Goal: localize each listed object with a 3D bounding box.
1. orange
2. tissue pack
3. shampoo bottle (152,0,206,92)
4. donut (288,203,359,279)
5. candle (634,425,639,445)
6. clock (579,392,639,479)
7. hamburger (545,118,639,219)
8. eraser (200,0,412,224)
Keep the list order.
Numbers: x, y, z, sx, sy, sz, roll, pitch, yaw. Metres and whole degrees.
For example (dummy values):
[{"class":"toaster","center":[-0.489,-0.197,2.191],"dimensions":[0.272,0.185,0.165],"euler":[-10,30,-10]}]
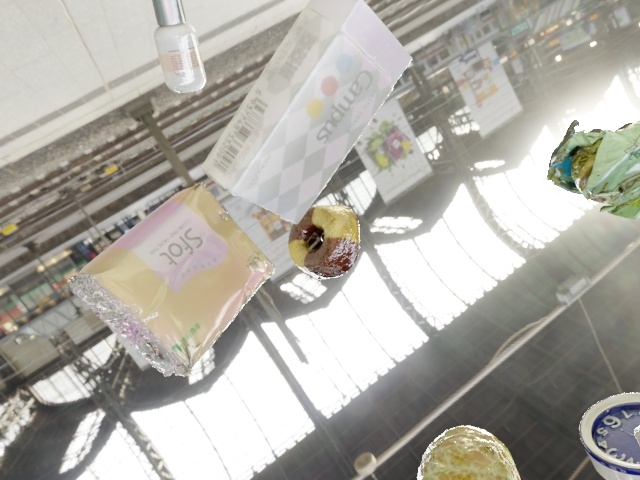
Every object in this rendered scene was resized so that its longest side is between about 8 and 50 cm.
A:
[{"class":"orange","center":[0.379,0.640,1.113],"dimensions":[0.249,0.329,0.329],"euler":[-11,-160,24]},{"class":"tissue pack","center":[-0.221,0.057,0.715],"dimensions":[0.123,0.215,0.256],"euler":[-27,-161,39]},{"class":"shampoo bottle","center":[-0.252,-0.358,0.769],"dimensions":[0.074,0.192,0.074],"euler":[-6,-149,4]},{"class":"donut","center":[0.000,0.000,0.945],"dimensions":[0.073,0.166,0.184],"euler":[12,177,-39]},{"class":"candle","center":[0.551,0.353,0.633],"dimensions":[0.068,0.168,0.192],"euler":[-52,-171,29]},{"class":"clock","center":[0.713,0.446,0.993],"dimensions":[0.230,0.083,0.230],"euler":[-25,-167,6]},{"class":"hamburger","center":[0.683,-0.155,1.039],"dimensions":[0.276,0.260,0.150],"euler":[-6,-133,22]},{"class":"eraser","center":[-0.023,-0.239,0.833],"dimensions":[0.397,0.213,0.082],"euler":[-55,-138,11]}]
